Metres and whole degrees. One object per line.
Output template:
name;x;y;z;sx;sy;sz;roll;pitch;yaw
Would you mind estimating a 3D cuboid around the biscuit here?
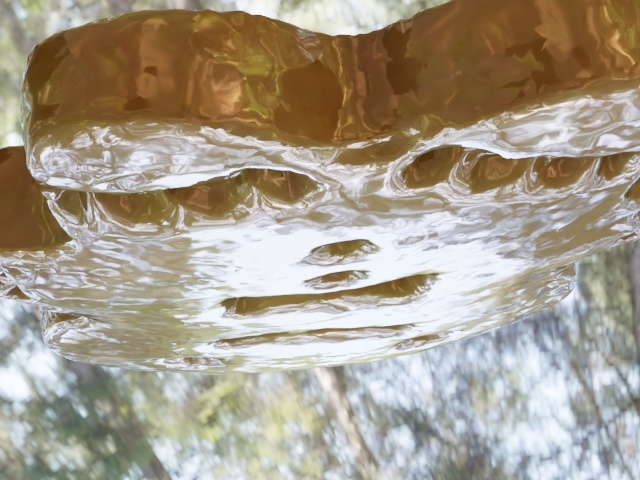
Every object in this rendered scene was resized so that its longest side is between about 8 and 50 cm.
biscuit;0.000;0.003;0.571;0.275;0.355;0.052;-4;-105;-9
